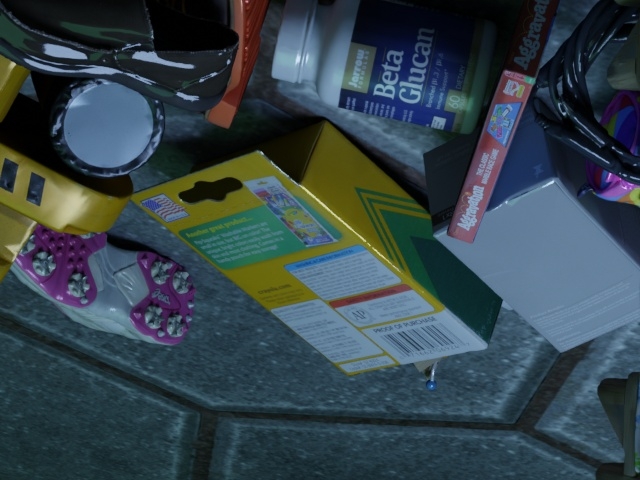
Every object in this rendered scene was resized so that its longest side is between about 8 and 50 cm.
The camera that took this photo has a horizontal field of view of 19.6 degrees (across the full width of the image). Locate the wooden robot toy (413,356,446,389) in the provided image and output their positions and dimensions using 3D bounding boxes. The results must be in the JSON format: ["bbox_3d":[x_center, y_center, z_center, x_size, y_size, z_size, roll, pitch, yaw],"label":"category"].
[{"bbox_3d":[0.122,0.095,2.026,0.079,0.076,0.173,-29,147,3],"label":"wooden robot toy"}]

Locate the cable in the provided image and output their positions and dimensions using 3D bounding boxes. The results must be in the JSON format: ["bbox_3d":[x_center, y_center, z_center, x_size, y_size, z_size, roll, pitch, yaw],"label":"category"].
[{"bbox_3d":[0.261,-0.114,1.421,0.184,0.047,0.150,29,107,-18],"label":"cable"}]

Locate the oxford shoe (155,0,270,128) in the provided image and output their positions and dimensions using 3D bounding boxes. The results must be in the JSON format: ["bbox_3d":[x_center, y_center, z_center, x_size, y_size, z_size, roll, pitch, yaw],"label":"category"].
[{"bbox_3d":[-0.098,-0.174,1.496,0.098,0.097,0.271,20,155,-1],"label":"oxford shoe"}]

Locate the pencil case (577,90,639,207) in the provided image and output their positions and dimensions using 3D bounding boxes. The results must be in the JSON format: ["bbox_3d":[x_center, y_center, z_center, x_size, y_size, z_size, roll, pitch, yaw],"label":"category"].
[{"bbox_3d":[0.333,-0.046,1.545,0.236,0.104,0.104,17,155,-16],"label":"pencil case"}]

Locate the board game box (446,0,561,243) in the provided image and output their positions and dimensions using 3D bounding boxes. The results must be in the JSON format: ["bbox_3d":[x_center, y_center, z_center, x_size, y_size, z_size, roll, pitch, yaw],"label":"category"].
[{"bbox_3d":[0.147,-0.118,1.430,0.027,0.145,0.281,17,155,3],"label":"board game box"}]

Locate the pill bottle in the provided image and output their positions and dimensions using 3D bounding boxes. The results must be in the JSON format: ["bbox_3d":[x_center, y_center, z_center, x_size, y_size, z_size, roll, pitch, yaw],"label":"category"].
[{"bbox_3d":[0.050,-0.146,1.478,0.169,0.094,0.094,12,155,1],"label":"pill bottle"}]

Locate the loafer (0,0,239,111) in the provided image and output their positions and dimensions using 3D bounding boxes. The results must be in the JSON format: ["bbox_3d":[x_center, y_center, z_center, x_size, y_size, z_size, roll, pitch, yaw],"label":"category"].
[{"bbox_3d":[-0.156,-0.165,1.369,0.220,0.080,0.078,14,138,-30],"label":"loafer"}]

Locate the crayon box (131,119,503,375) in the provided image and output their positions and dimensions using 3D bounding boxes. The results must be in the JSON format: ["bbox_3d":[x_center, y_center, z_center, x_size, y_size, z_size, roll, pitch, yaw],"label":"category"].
[{"bbox_3d":[0.000,0.000,1.786,0.323,0.083,0.203,40,145,-29],"label":"crayon box"}]

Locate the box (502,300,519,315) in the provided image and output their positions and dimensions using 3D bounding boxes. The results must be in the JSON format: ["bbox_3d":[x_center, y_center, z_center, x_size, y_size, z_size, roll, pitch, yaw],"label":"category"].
[{"bbox_3d":[0.212,0.027,1.840,0.186,0.038,0.145,29,151,-29],"label":"box"}]

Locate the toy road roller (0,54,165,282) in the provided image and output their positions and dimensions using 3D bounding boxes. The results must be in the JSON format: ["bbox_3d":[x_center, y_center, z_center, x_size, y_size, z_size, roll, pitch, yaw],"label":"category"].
[{"bbox_3d":[-0.298,-0.106,1.484,0.329,0.240,0.202,28,-166,-24],"label":"toy road roller"}]

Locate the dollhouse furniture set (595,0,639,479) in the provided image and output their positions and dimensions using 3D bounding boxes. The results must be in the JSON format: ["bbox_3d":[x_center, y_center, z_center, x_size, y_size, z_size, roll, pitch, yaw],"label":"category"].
[{"bbox_3d":[0.413,0.002,1.248,0.394,0.362,0.256,4,177,-18],"label":"dollhouse furniture set"}]

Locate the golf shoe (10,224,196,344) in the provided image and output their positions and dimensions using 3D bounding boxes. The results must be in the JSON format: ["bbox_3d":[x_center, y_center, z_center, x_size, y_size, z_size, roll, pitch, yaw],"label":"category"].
[{"bbox_3d":[-0.275,0.033,2.001,0.140,0.115,0.306,-5,149,40],"label":"golf shoe"}]

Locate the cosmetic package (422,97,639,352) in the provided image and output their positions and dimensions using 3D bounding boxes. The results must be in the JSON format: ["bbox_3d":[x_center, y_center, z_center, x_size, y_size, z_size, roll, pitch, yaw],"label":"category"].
[{"bbox_3d":[0.205,-0.009,1.651,0.127,0.107,0.238,-24,136,22],"label":"cosmetic package"}]
